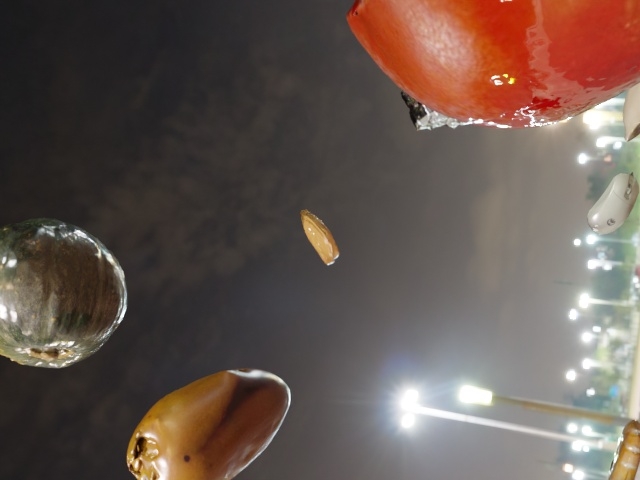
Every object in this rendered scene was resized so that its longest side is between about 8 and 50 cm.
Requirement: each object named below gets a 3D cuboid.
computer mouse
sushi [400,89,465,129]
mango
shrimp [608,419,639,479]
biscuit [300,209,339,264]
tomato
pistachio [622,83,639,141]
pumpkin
[{"bbox_3d":[0.467,-0.058,1.201,0.110,0.056,0.032,-58,20,6],"label":"computer mouse"},{"bbox_3d":[0.262,-0.291,1.494,0.213,0.147,0.115,-12,-98,-37],"label":"sushi"},{"bbox_3d":[-0.177,0.302,1.228,0.287,0.153,0.201,-30,-46,-42],"label":"mango"},{"bbox_3d":[0.305,0.233,0.776,0.059,0.023,0.108,-5,-67,-78],"label":"shrimp"},{"bbox_3d":[-0.001,0.001,1.588,0.023,0.140,0.118,-28,-64,-14],"label":"biscuit"},{"bbox_3d":[0.188,-0.174,0.489,0.143,0.338,0.338,57,-148,-8],"label":"tomato"},{"bbox_3d":[0.593,-0.274,1.169,0.226,0.208,0.331,-27,-25,-52],"label":"pistachio"},{"bbox_3d":[-0.530,0.102,1.447,0.292,0.328,0.257,20,-123,-40],"label":"pumpkin"}]
